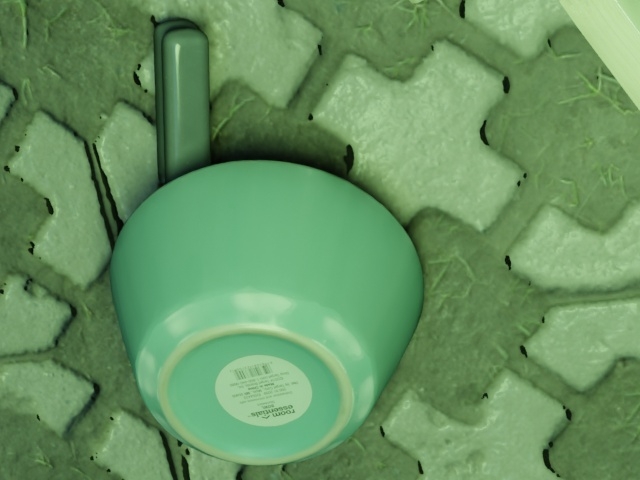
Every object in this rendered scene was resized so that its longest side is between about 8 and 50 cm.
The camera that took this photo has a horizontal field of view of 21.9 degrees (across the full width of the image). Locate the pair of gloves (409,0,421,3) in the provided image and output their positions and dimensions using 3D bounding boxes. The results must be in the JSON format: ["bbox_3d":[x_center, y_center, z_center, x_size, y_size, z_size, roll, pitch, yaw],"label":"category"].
[{"bbox_3d":[0.125,-0.350,1.481,0.240,0.042,0.204,-32,103,28],"label":"pair of gloves"}]

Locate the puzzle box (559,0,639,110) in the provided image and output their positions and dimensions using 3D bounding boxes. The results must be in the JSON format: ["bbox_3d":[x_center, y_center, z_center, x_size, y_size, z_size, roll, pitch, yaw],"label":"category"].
[{"bbox_3d":[0.398,-0.107,1.375,0.409,0.272,0.052,53,143,-6],"label":"puzzle box"}]

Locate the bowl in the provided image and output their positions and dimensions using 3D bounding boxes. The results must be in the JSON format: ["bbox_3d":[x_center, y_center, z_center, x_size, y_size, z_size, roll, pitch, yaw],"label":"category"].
[{"bbox_3d":[-0.058,0.094,1.570,0.312,0.163,0.311,2,128,3],"label":"bowl"}]

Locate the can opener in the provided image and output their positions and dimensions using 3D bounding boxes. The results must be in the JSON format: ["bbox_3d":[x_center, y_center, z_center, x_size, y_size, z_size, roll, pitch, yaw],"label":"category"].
[{"bbox_3d":[-0.112,-0.076,1.641,0.095,0.076,0.283,-6,111,-16],"label":"can opener"}]
